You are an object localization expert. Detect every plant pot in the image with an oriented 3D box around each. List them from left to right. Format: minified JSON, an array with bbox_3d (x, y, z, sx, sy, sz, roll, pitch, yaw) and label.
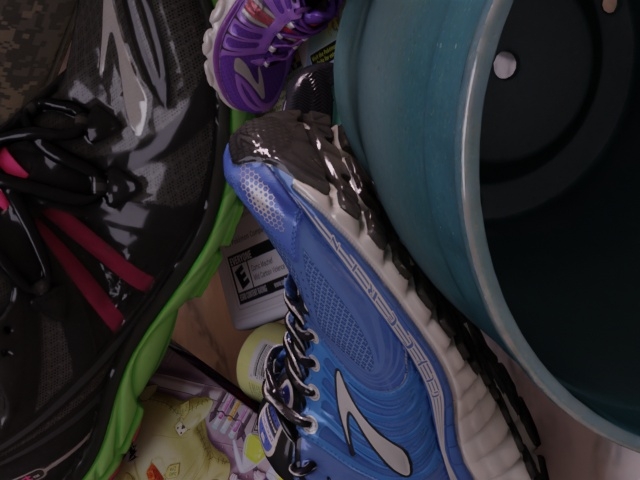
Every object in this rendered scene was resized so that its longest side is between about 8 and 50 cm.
[{"bbox_3d":[0.132,-0.070,0.743,0.255,0.271,0.272,-148,52,-65],"label":"plant pot"}]

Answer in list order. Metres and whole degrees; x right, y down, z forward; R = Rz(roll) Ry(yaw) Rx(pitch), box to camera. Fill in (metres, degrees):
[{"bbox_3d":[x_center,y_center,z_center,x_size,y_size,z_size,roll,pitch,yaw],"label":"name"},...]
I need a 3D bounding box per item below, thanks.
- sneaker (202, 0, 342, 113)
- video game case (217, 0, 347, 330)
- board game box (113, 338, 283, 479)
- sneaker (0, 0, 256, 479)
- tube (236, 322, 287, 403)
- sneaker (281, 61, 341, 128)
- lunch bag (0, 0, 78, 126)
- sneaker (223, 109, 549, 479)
[{"bbox_3d":[-0.024,-0.145,1.043,0.071,0.068,0.170,48,137,29],"label":"sneaker"},{"bbox_3d":[-0.011,-0.109,1.128,0.329,0.036,0.300,-22,82,57],"label":"video game case"},{"bbox_3d":[-0.139,0.187,1.249,0.347,0.056,0.208,27,91,53],"label":"board game box"},{"bbox_3d":[-0.192,-0.008,1.165,0.185,0.202,0.483,34,109,48],"label":"sneaker"},{"bbox_3d":[0.038,0.115,1.116,0.240,0.062,0.070,17,156,48],"label":"tube"},{"bbox_3d":[0.000,0.000,1.042,0.098,0.083,0.224,2,103,61],"label":"sneaker"},{"bbox_3d":[-0.314,-0.266,1.371,0.305,0.212,0.256,120,145,-42],"label":"lunch bag"},{"bbox_3d":[0.019,0.076,0.915,0.130,0.147,0.330,-97,-18,-57],"label":"sneaker"}]
